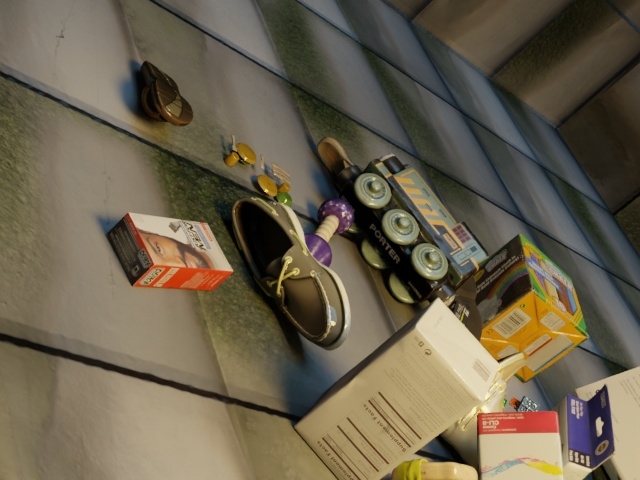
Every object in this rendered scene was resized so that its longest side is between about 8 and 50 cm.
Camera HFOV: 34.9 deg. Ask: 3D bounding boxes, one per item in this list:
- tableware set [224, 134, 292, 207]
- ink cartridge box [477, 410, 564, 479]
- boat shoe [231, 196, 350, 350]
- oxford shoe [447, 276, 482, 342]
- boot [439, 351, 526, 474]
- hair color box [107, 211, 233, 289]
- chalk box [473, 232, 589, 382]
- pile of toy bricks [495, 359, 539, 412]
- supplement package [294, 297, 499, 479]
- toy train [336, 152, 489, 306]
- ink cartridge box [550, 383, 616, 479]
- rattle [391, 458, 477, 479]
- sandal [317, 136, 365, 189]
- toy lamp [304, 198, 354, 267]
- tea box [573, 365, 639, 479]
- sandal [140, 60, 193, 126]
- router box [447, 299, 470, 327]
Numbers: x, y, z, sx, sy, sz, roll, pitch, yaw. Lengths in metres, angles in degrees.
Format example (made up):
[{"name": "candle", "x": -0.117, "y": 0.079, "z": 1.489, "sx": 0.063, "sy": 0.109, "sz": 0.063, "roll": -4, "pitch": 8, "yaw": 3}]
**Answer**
[{"name": "tableware set", "x": -0.112, "y": -0.120, "z": 1.850, "sx": 0.154, "sy": 0.024, "sz": 0.104, "roll": 34, "pitch": 31, "yaw": -32}, {"name": "ink cartridge box", "x": 0.307, "y": 0.371, "z": 1.567, "sx": 0.128, "sy": 0.127, "sz": 0.176, "roll": 80, "pitch": 11, "yaw": -52}, {"name": "boat shoe", "x": -0.053, "y": 0.047, "z": 1.591, "sx": 0.091, "sy": 0.109, "sz": 0.305, "roll": 20, "pitch": 30, "yaw": -46}, {"name": "oxford shoe", "x": 0.270, "y": 0.155, "z": 2.023, "sx": 0.076, "sy": 0.076, "sz": 0.212, "roll": 25, "pitch": 47, "yaw": -25}, {"name": "boot", "x": 0.304, "y": 0.303, "z": 1.732, "sx": 0.213, "sy": 0.077, "sz": 0.165, "roll": -34, "pitch": 82, "yaw": -23}, {"name": "hair color box", "x": -0.209, "y": 0.017, "z": 1.433, "sx": 0.167, "sy": 0.053, "sz": 0.093, "roll": 6, "pitch": 48, "yaw": -55}, {"name": "chalk box", "x": 0.434, "y": 0.126, "z": 2.201, "sx": 0.179, "sy": 0.180, "sz": 0.289, "roll": 40, "pitch": 26, "yaw": -18}, {"name": "pile of toy bricks", "x": 0.288, "y": 0.279, "z": 1.844, "sx": 0.212, "sy": 0.118, "sz": 0.105, "roll": 33, "pitch": -13, "yaw": -8}, {"name": "supplement package", "x": 0.107, "y": 0.218, "z": 1.422, "sx": 0.134, "sy": 0.244, "sz": 0.139, "roll": 48, "pitch": 25, "yaw": 3}, {"name": "toy train", "x": 0.173, "y": -0.023, "z": 1.976, "sx": 0.190, "sy": 0.142, "sz": 0.334, "roll": -27, "pitch": 72, "yaw": -36}, {"name": "ink cartridge box", "x": 0.405, "y": 0.359, "z": 1.737, "sx": 0.045, "sy": 0.224, "sz": 0.223, "roll": 37, "pitch": 24, "yaw": -4}, {"name": "rattle", "x": 0.180, "y": 0.394, "z": 1.501, "sx": 0.199, "sy": 0.130, "sz": 0.142, "roll": 60, "pitch": 12, "yaw": -64}, {"name": "sandal", "x": 0.050, "y": -0.137, "z": 2.097, "sx": 0.180, "sy": 0.072, "sz": 0.049, "roll": 50, "pitch": 39, "yaw": 8}, {"name": "toy lamp", "x": 0.000, "y": 0.000, "z": 1.786, "sx": 0.080, "sy": 0.080, "sz": 0.274, "roll": 46, "pitch": 24, "yaw": -4}, {"name": "tea box", "x": 0.632, "y": 0.443, "z": 1.813, "sx": 0.329, "sy": 0.220, "sz": 0.323, "roll": -107, "pitch": 176, "yaw": -56}, {"name": "sandal", "x": -0.274, "y": -0.240, "z": 1.722, "sx": 0.090, "sy": 0.060, "sz": 0.219, "roll": 37, "pitch": 11, "yaw": -37}, {"name": "router box", "x": 0.227, "y": 0.171, "z": 1.887, "sx": 0.038, "sy": 0.092, "sz": 0.122, "roll": 46, "pitch": 23, "yaw": -4}]
